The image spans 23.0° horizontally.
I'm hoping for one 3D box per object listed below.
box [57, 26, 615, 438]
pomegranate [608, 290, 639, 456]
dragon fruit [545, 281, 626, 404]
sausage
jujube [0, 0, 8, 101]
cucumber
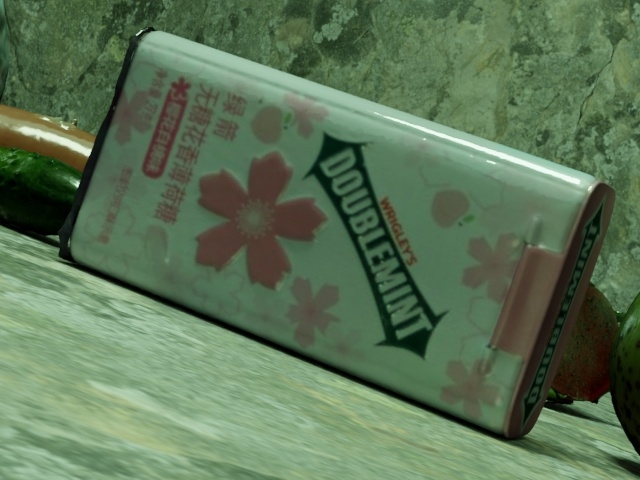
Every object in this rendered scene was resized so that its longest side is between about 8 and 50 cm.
[{"bbox_3d":[0.005,-0.011,1.123,0.369,0.190,0.112,22,1,21],"label":"box"},{"bbox_3d":[0.331,0.118,1.156,0.248,0.214,0.214,55,-9,-16],"label":"pomegranate"},{"bbox_3d":[0.227,0.108,1.497,0.142,0.138,0.175,42,-21,-1],"label":"dragon fruit"},{"bbox_3d":[-0.297,-0.083,1.520,0.419,0.094,0.094,21,40,-11],"label":"sausage"},{"bbox_3d":[-0.357,-0.156,1.015,0.317,0.226,0.226,14,3,-13],"label":"jujube"},{"bbox_3d":[-0.275,-0.052,1.313,0.227,0.069,0.069,17,-1,31],"label":"cucumber"}]
